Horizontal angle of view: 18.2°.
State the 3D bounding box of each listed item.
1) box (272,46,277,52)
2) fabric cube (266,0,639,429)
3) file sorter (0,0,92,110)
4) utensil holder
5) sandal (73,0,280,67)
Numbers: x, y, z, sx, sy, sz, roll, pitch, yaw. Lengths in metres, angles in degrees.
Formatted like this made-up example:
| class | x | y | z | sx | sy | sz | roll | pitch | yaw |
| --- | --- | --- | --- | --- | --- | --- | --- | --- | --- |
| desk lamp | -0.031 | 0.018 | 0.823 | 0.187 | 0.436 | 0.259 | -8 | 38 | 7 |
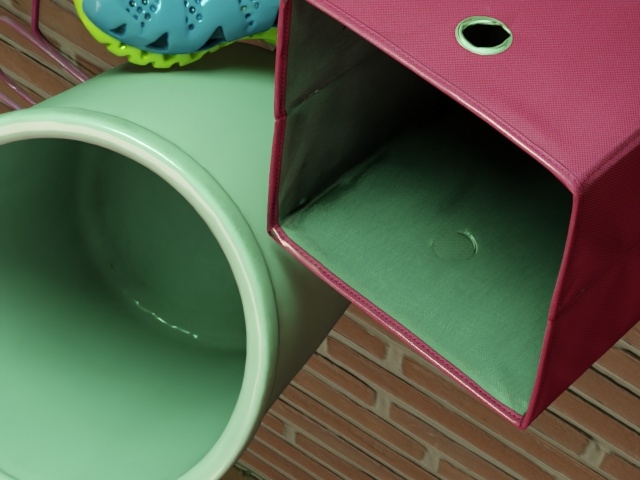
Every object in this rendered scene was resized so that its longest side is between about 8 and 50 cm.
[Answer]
| class | x | y | z | sx | sy | sz | roll | pitch | yaw |
| --- | --- | --- | --- | --- | --- | --- | --- | --- | --- |
| box | -0.046 | -0.036 | 1.960 | 0.163 | 0.247 | 0.142 | 34 | 164 | 5 |
| fabric cube | 0.144 | -0.083 | 1.384 | 0.254 | 0.258 | 0.259 | 38 | 147 | 25 |
| file sorter | -0.334 | -0.116 | 2.197 | 0.182 | 0.291 | 0.202 | 37 | 161 | 3 |
| utensil holder | -0.137 | 0.014 | 1.653 | 0.327 | 0.328 | 0.385 | 33 | -157 | 6 |
| sandal | -0.052 | -0.215 | 1.620 | 0.138 | 0.317 | 0.126 | -32 | 68 | 53 |
